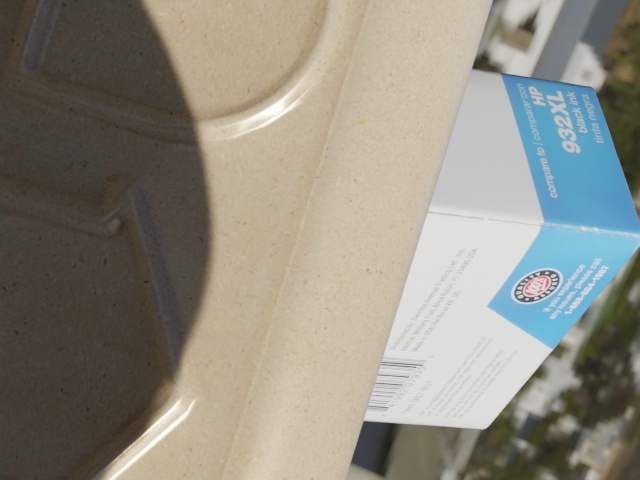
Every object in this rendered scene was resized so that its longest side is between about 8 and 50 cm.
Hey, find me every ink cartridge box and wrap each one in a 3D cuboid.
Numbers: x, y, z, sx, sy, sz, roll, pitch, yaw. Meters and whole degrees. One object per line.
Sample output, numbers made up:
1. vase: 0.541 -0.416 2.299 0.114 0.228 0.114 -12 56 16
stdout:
1. ink cartridge box: 0.000 0.000 1.033 0.223 0.307 0.129 122 -34 -47

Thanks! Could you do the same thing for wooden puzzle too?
1. wooden puzzle: -0.131 -0.044 0.644 0.080 0.347 0.322 -176 -77 -86
